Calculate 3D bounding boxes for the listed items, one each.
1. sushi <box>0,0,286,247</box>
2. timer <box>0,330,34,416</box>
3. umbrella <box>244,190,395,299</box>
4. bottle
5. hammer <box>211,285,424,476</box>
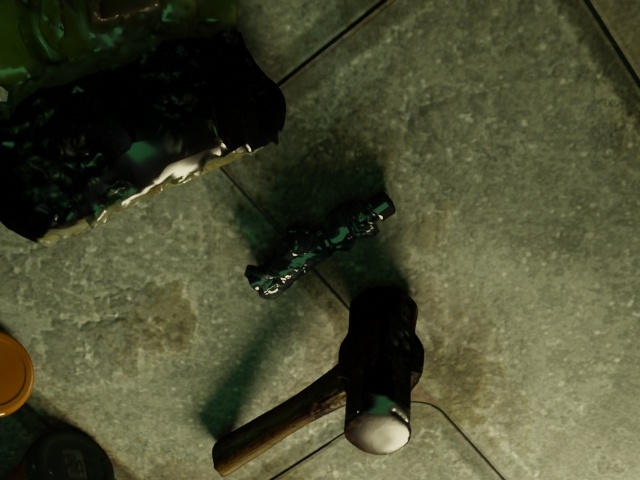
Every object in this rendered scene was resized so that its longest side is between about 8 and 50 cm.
[{"bbox_3d":[-0.232,-0.177,0.897,0.329,0.328,0.285,-21,100,24],"label":"sushi"},{"bbox_3d":[-0.515,0.215,1.185,0.132,0.132,0.152,44,130,-19],"label":"timer"},{"bbox_3d":[-0.001,-0.002,1.108,0.224,0.080,0.071,-32,77,10],"label":"umbrella"},{"bbox_3d":[-0.473,0.450,1.274,0.144,0.144,0.336,37,112,-17],"label":"bottle"},{"bbox_3d":[-0.027,0.240,1.159,0.409,0.242,0.095,-35,115,30],"label":"hammer"}]
